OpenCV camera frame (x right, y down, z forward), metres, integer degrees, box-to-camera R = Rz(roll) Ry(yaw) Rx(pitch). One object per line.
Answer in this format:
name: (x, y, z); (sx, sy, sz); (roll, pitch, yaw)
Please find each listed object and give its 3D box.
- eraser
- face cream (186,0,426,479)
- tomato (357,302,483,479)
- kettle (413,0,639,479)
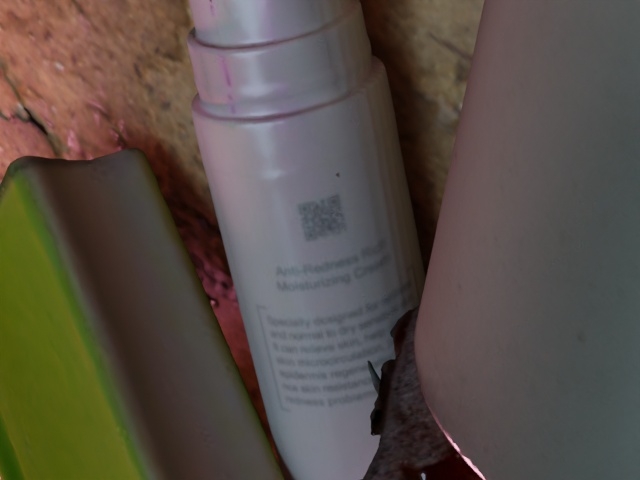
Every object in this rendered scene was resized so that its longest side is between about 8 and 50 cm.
eraser: (-0.118, 0.114, 1.048); (0.274, 0.092, 0.210); (63, 145, 23)
face cream: (0.000, 0.000, 0.943); (0.102, 0.102, 0.346); (7, 119, 37)
tomato: (0.117, 0.130, 0.857); (0.180, 0.214, 0.155); (-7, 130, 27)
kettle: (0.208, -0.072, 0.602); (0.361, 0.250, 0.377); (41, 136, 43)
